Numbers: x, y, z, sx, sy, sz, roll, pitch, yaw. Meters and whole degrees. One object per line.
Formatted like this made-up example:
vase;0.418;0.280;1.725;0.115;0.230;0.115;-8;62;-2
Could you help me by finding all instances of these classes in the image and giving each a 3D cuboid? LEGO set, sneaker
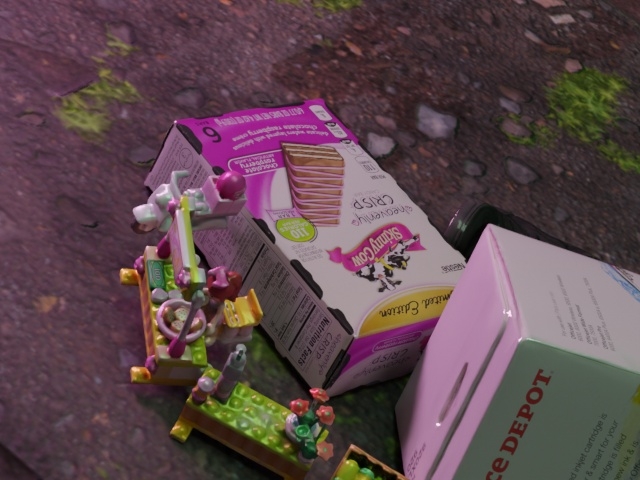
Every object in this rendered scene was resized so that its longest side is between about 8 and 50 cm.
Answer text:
LEGO set;-0.046;0.065;1.298;0.132;0.107;0.287;-17;61;-31
sneaker;0.157;0.009;1.549;0.089;0.051;0.170;31;12;17

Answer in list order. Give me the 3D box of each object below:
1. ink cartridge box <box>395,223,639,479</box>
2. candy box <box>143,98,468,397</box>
ink cartridge box;0.192;0.125;1.330;0.232;0.171;0.168;18;24;-13
candy box;0.000;0.000;1.463;0.159;0.071;0.233;-13;53;-43
